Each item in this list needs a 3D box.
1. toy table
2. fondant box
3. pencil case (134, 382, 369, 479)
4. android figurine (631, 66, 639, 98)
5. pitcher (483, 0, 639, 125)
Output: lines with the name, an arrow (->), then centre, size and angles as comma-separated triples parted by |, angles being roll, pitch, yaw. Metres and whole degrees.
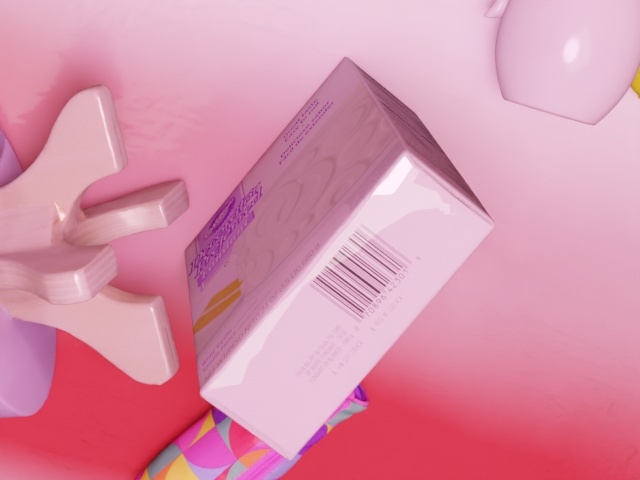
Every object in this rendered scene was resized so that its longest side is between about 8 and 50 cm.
toy table -> -0.221, 0.009, 1.304 | 0.161, 0.252, 0.274 | -7, 117, 17
fondant box -> 0.000, 0.000, 1.269 | 0.096, 0.330, 0.238 | 37, 100, -16
pencil case -> -0.066, 0.191, 1.451 | 0.236, 0.104, 0.104 | -44, 109, 7
android figurine -> 0.401, -0.145, 1.425 | 0.248, 0.056, 0.272 | 16, 104, -13
pitcher -> 0.203, -0.217, 1.347 | 0.178, 0.125, 0.207 | 17, 96, 8
